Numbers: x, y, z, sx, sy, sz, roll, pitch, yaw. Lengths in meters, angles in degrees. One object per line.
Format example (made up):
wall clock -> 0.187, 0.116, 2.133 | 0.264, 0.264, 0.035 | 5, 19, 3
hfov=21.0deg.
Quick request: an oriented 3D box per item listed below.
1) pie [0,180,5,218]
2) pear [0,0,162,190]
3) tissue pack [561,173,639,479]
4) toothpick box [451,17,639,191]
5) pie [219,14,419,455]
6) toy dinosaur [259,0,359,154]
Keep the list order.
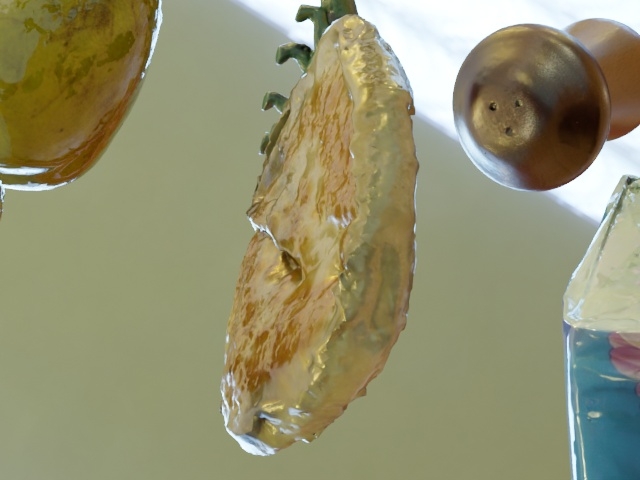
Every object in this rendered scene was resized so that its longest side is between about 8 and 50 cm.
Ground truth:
pie -> -0.362, 0.039, 1.496 | 0.201, 0.090, 0.248 | -22, -24, -33
pear -> -0.329, -0.223, 2.044 | 0.375, 0.287, 0.287 | -35, -16, -16
tissue pack -> 0.212, 0.119, 0.905 | 0.198, 0.146, 0.263 | -51, -45, -58
toothpick box -> 0.280, -0.171, 2.017 | 0.294, 0.192, 0.192 | -26, -32, -55
pie -> -0.001, 0.000, 1.309 | 0.339, 0.077, 0.339 | -164, 90, -75
toy dinosaur -> -0.008, -0.168, 1.648 | 0.079, 0.120, 0.292 | -79, -19, -81
